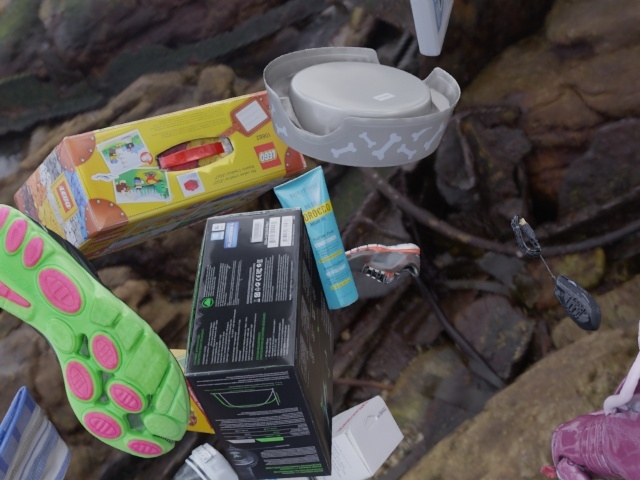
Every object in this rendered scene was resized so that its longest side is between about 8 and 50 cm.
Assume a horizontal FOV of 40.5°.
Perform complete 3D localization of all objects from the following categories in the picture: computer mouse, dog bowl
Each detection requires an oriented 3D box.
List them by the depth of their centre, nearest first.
[{"bbox_3d":[0.412,0.051,1.504,0.071,0.242,0.041,-21,-17,-50],"label":"computer mouse"},{"bbox_3d":[0.069,-0.240,1.546,0.348,0.102,0.349,3,32,-2],"label":"dog bowl"}]

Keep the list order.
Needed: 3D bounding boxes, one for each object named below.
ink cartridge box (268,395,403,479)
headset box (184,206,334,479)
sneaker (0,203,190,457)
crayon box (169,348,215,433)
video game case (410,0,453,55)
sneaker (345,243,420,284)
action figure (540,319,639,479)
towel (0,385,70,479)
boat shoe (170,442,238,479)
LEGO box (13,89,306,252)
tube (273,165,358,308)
[{"bbox_3d":[0.013,0.347,1.398,0.203,0.086,0.148,-31,-1,29],"label":"ink cartridge box"},{"bbox_3d":[-0.063,0.145,1.131,0.131,0.283,0.246,-6,48,8],"label":"headset box"},{"bbox_3d":[-0.370,0.131,1.394,0.185,0.483,0.202,-38,1,3],"label":"sneaker"},{"bbox_3d":[-0.268,0.350,1.994,0.318,0.202,0.081,-5,35,41],"label":"crayon box"},{"bbox_3d":[0.172,-0.481,1.233,0.036,0.329,0.300,9,68,18],"label":"video game case"},{"bbox_3d":[0.101,0.044,1.480,0.157,0.061,0.065,-6,73,-13],"label":"sneaker"},{"bbox_3d":[0.436,0.309,1.289,0.248,0.275,0.370,-57,10,-33],"label":"action figure"},{"bbox_3d":[-0.506,0.401,1.489,0.034,0.285,0.209,11,55,8],"label":"towel"},{"bbox_3d":[-0.121,0.449,1.289,0.119,0.335,0.121,-40,21,-16],"label":"boat shoe"},{"bbox_3d":[-0.346,-0.127,1.860,0.500,0.193,0.372,-21,-2,-37],"label":"LEGO box"},{"bbox_3d":[0.000,0.000,1.291,0.080,0.207,0.052,-28,18,-24],"label":"tube"}]
